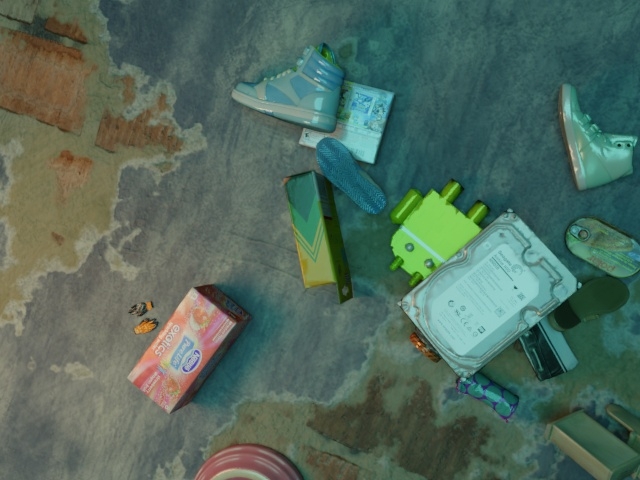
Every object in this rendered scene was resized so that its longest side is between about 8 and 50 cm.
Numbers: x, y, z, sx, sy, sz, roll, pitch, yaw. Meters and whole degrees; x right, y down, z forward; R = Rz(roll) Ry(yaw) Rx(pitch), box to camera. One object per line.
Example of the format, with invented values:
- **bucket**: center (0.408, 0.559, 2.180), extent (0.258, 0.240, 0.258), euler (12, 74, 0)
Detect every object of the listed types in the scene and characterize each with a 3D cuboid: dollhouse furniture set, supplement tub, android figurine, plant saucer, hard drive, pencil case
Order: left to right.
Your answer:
- **plant saucer**: center (-0.191, 0.702, 1.727), extent (0.332, 0.084, 0.332), euler (0, 90, 11)
- **android figurine**: center (0.285, -0.011, 1.650), extent (0.248, 0.056, 0.273), euler (42, 96, 9)
- **supplement tub**: center (0.311, 0.196, 1.610), extent (0.117, 0.117, 0.190), euler (41, 97, 9)
- **pencil case**: center (0.403, 0.371, 1.617), extent (0.152, 0.064, 0.070), euler (30, 79, 11)
- **hard drive**: center (0.376, 0.123, 1.505), extent (0.339, 0.064, 0.237), euler (-40, 76, 7)
- **dollhouse furniture set**: center (0.609, 0.590, 1.562), extent (0.174, 0.303, 0.355), euler (41, 135, 49)

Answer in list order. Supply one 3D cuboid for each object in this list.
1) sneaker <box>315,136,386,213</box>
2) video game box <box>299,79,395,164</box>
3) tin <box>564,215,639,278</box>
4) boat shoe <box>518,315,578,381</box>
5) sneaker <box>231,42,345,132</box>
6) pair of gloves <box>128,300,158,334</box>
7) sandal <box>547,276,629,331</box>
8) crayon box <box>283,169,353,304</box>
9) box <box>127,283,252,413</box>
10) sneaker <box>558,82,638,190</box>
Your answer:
- **sneaker**: center (0.070, -0.158, 1.660), extent (0.087, 0.092, 0.228), euler (-40, 93, 5)
- **video game box**: center (0.068, -0.307, 1.699), extent (0.205, 0.048, 0.187), euler (17, 95, 11)
- **tin**: center (0.671, 0.016, 1.580), extent (0.190, 0.040, 0.106), euler (31, 92, 10)
- **boat shoe**: center (0.472, 0.183, 1.574), extent (0.119, 0.121, 0.335), euler (-33, 85, 5)
- **sneaker**: center (-0.069, -0.400, 1.664), extent (0.319, 0.127, 0.208), euler (22, 97, 28)
- **pair of gloves**: center (-0.486, 0.212, 1.827), extent (0.074, 0.010, 0.083), euler (-19, 85, 11)
- **sandal**: center (0.609, 0.153, 1.565), extent (0.240, 0.079, 0.088), euler (-20, 78, -25)
- **crayon box**: center (0.000, 0.000, 1.632), extent (0.081, 0.202, 0.318), euler (-13, 86, 12)
- **box**: center (-0.335, 0.277, 1.728), extent (0.154, 0.142, 0.300), euler (38, 97, 9)
- **sneaker**: center (0.647, -0.257, 1.555), extent (0.151, 0.094, 0.256), euler (-14, 97, 17)
